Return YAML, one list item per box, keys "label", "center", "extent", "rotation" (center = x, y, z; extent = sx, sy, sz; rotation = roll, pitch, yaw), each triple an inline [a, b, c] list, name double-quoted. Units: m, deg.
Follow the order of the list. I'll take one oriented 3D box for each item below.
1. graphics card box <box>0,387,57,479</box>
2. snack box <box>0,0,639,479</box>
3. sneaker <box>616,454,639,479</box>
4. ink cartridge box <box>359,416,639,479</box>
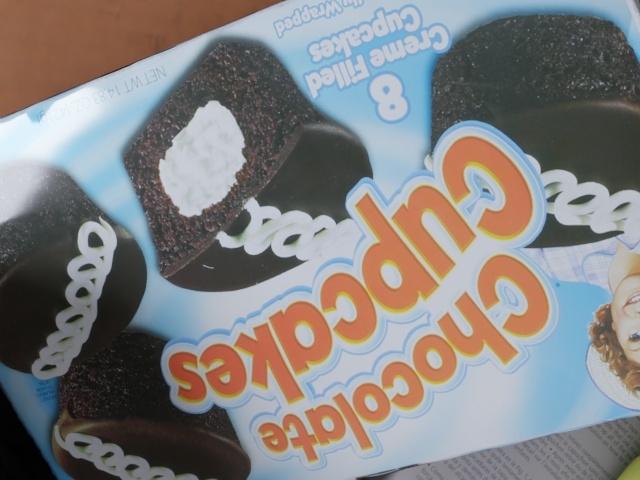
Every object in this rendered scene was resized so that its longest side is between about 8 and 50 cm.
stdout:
- label: "graphics card box"
  center: [-0.273, 0.197, 0.673]
  extent: [0.371, 0.094, 0.233]
  rotation: [-29, 93, 10]
- label: "snack box"
  center: [0.000, 0.000, 0.624]
  extent: [0.322, 0.060, 0.187]
  rotation: [-18, 99, 29]
- label: "sneaker"
  center: [0.200, 0.080, 0.651]
  extent: [0.091, 0.126, 0.240]
  rotation: [33, 80, -7]
- label: "ink cartridge box"
  center: [0.133, 0.119, 0.725]
  extent: [0.181, 0.056, 0.225]
  rotation: [45, 77, -6]
